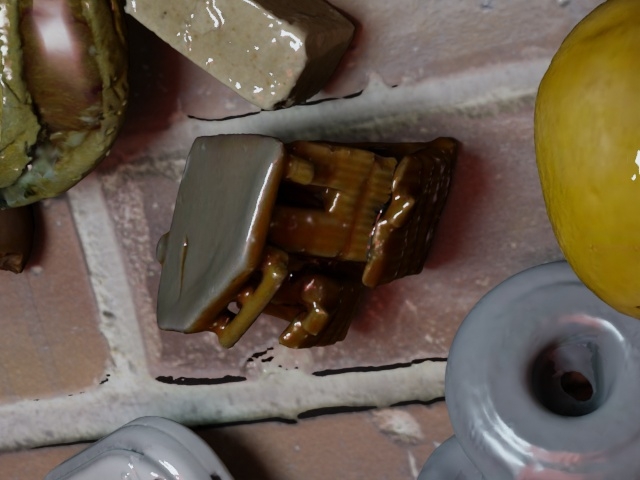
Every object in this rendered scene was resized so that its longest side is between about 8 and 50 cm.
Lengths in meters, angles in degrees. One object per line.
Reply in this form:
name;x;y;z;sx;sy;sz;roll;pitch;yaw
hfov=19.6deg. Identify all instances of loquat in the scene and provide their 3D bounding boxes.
loquat;0.290;-0.060;1.392;0.274;0.275;0.275;7;108;22

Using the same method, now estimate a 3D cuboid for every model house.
model house;-0.002;0.000;1.576;0.229;0.219;0.199;4;102;-24

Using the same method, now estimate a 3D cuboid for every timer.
timer;-0.157;0.296;1.749;0.262;0.087;0.237;-33;89;46

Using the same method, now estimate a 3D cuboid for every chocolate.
chocolate;-0.342;-0.010;1.749;0.124;0.133;0.127;-23;98;24

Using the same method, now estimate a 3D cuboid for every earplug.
earplug;0.193;0.176;1.562;0.214;0.175;0.326;25;104;20

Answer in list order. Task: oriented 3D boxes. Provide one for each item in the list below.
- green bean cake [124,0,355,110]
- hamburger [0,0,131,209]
green bean cake;-0.071;-0.194;1.589;0.179;0.109;0.085;36;116;9
hamburger;-0.256;-0.178;1.620;0.211;0.132;0.309;6;103;50
